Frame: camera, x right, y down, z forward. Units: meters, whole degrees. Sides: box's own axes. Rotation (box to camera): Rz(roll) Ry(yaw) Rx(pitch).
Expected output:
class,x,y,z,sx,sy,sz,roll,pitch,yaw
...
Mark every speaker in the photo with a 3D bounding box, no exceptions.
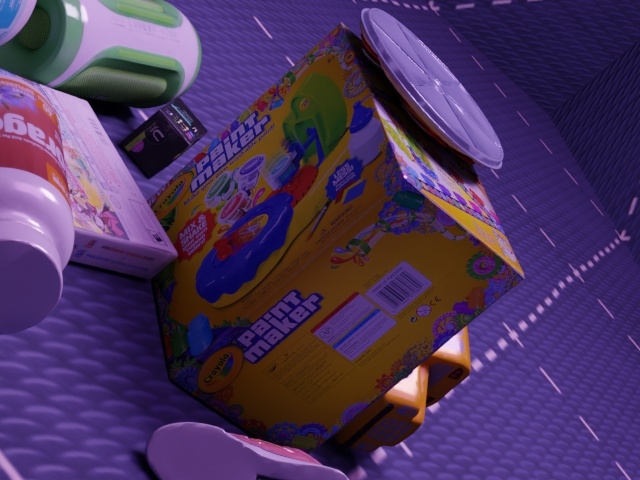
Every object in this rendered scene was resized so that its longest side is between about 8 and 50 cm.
class,x,y,z,sx,sy,sz,roll,pitch,yaw
speaker,-0.235,-0.206,1.741,0.131,0.131,0.296,54,17,13

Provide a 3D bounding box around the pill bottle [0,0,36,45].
class,x,y,z,sx,sy,sz,roll,pitch,yaw
pill bottle,-0.359,-0.231,1.446,0.146,0.146,0.264,51,17,4

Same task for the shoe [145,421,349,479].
class,x,y,z,sx,sy,sz,roll,pitch,yaw
shoe,-0.063,0.194,1.398,0.178,0.063,0.081,16,-6,-10

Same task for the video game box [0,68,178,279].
class,x,y,z,sx,sy,sz,roll,pitch,yaw
video game box,-0.242,-0.064,1.555,0.205,0.048,0.187,57,17,25

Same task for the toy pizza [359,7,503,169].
class,x,y,z,sx,sy,sz,roll,pitch,yaw
toy pizza,0.101,-0.140,1.605,0.201,0.032,0.201,44,18,-18

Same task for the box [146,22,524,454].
class,x,y,z,sx,sy,sz,roll,pitch,yaw
box,0.000,0.000,1.607,0.177,0.290,0.279,38,20,-32

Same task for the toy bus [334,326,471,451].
class,x,y,z,sx,sy,sz,roll,pitch,yaw
toy bus,0.077,0.062,1.770,0.130,0.108,0.332,18,49,-25

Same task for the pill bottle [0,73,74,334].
class,x,y,z,sx,sy,sz,roll,pitch,yaw
pill bottle,-0.256,-0.029,1.314,0.121,0.121,0.216,38,21,-34

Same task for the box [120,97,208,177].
class,x,y,z,sx,sy,sz,roll,pitch,yaw
box,-0.168,-0.112,1.813,0.052,0.062,0.083,50,17,-4
